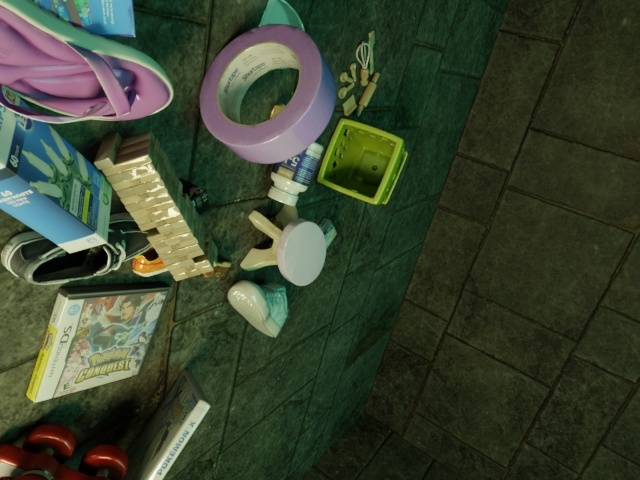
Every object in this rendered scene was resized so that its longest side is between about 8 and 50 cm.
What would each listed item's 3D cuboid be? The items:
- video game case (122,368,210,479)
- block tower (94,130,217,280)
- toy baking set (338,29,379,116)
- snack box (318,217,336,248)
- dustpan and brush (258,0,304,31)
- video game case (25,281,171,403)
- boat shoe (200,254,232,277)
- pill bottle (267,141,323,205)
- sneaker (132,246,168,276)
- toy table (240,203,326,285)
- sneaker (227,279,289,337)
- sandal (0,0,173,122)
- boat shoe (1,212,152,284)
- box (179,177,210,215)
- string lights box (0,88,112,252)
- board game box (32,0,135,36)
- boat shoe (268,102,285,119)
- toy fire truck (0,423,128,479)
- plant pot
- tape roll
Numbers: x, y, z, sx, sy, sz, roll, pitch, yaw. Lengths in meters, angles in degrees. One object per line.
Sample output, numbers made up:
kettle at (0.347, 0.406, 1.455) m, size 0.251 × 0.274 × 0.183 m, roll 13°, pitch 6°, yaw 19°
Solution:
video game case at (-0.404, 0.497, 1.213) m, size 0.299 × 0.036 × 0.329 m, roll -57°, pitch -162°, yaw -14°
block tower at (-0.310, -0.058, 0.953) m, size 0.097 × 0.090 × 0.335 m, roll -17°, pitch 133°, yaw 4°
toy baking set at (0.135, -0.521, 1.520) m, size 0.256 × 0.030 × 0.197 m, roll -61°, pitch 154°, yaw -4°
snack box at (0.000, 0.000, 1.742) m, size 0.141 × 0.037 × 0.100 m, roll -56°, pitch 154°, yaw -16°
dustpan and brush at (-0.067, -0.470, 1.158) m, size 0.211 × 0.060 × 0.147 m, roll 7°, pitch 107°, yaw -63°
video game case at (-0.478, 0.214, 1.059) m, size 0.275 × 0.035 × 0.248 m, roll 5°, pitch 109°, yaw -62°
boat shoe at (-0.295, 0.070, 1.231) m, size 0.178 × 0.064 × 0.060 m, roll 15°, pitch 98°, yaw -66°
pill bottle at (-0.075, -0.197, 1.336) m, size 0.112 × 0.112 × 0.186 m, roll 7°, pitch 107°, yaw -63°
sneaker at (-0.347, 0.031, 1.098) m, size 0.175 × 0.064 × 0.067 m, roll -25°, pitch 138°, yaw -53°
toy table at (-0.105, 0.014, 1.422) m, size 0.252 × 0.161 × 0.274 m, roll -49°, pitch 150°, yaw -26°
sneaker at (-0.180, 0.178, 1.491) m, size 0.150 × 0.135 × 0.366 m, roll -62°, pitch 164°, yaw -22°
sandal at (-0.354, -0.211, 0.646) m, size 0.170 × 0.102 × 0.416 m, roll -22°, pitch 172°, yaw 18°
boat shoe at (-0.421, 0.019, 0.907) m, size 0.301 × 0.102 × 0.108 m, roll -13°, pitch 125°, yaw -58°
box at (-0.298, -0.090, 1.055) m, size 0.062 × 0.083 × 0.052 m, roll -42°, pitch 146°, yaw -36°
string lights box at (-0.434, -0.100, 0.731) m, size 0.259 × 0.077 × 0.133 m, roll 63°, pitch 14°, yaw -60°
board game box at (-0.358, -0.431, 0.559) m, size 0.233 × 0.078 × 0.346 m, roll -15°, pitch 129°, yaw -34°
boat shoe at (-0.119, -0.289, 1.241) m, size 0.045 × 0.050 × 0.135 m, roll -33°, pitch 141°, yaw -55°
toy fire truck at (-0.567, 0.548, 0.988) m, size 0.302 × 0.169 × 0.254 m, roll 36°, pitch 103°, yaw -23°
plant pot at (0.156, -0.251, 1.598) m, size 0.227 × 0.228 × 0.207 m, roll -68°, pitch 160°, yaw 7°
tape roll at (-0.110, -0.302, 0.989) m, size 0.274 × 0.275 × 0.090 m, roll -62°, pitch 154°, yaw -4°
